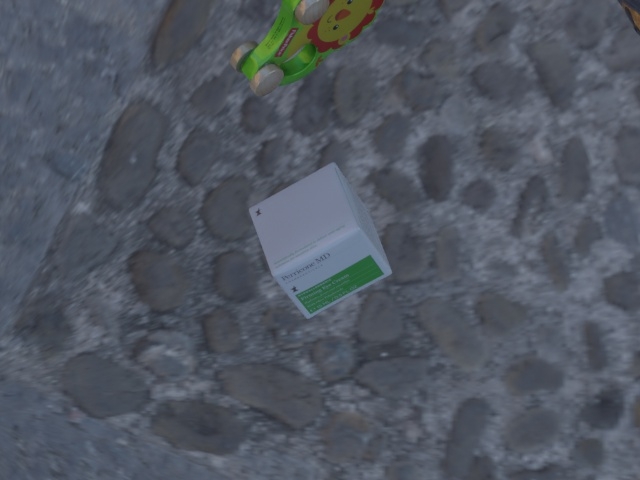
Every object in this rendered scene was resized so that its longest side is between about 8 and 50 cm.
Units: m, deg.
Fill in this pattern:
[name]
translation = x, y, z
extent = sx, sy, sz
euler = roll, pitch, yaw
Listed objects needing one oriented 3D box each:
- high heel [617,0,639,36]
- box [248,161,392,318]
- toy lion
[high heel]
translation = 0.312, -0.147, 1.041
extent = 0.186, 0.261, 0.093
euler = 31, 117, 21
[box]
translation = 0.000, 0.000, 1.552
extent = 0.101, 0.102, 0.087
euler = -28, 136, 8
[toy lion]
translation = -0.001, -0.145, 1.052
extent = 0.096, 0.100, 0.034
euler = -10, 53, -50
